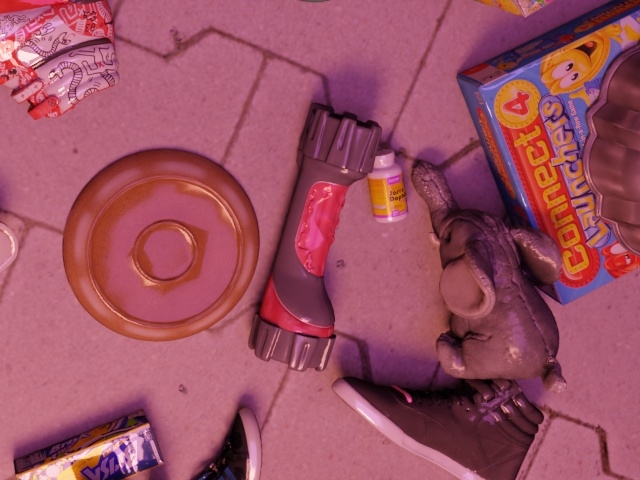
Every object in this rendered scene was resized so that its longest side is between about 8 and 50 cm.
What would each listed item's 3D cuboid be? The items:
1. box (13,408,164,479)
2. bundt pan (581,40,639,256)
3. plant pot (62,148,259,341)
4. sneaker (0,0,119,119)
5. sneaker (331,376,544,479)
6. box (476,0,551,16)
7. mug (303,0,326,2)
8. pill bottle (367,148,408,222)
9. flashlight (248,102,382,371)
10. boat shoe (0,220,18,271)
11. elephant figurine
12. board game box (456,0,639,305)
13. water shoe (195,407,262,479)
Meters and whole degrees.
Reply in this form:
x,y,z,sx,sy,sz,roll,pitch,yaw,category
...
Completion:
x,y,z,sx,sy,sz,roll,pitch,yaw,category
-0.277,0.264,1.882,0.169,0.054,0.059,-21,108,-8,box
0.483,-0.107,1.860,0.331,0.124,0.330,-3,104,-14,bundt pan
-0.184,0.011,1.853,0.236,0.032,0.236,-4,106,-14,plant pot
-0.353,-0.194,1.723,0.270,0.090,0.145,-16,105,-13,sneaker
0.154,0.200,1.959,0.296,0.104,0.147,31,93,-26,sneaker
0.248,-0.404,1.723,0.279,0.290,0.177,-31,110,-5,box
-0.005,-0.347,1.772,0.129,0.097,0.157,4,103,-16,mug
0.080,-0.066,1.896,0.043,0.043,0.083,-13,107,-11,pill bottle
0.000,0.000,1.861,0.103,0.103,0.304,14,101,-17,flashlight
-0.465,0.024,1.756,0.255,0.079,0.095,-19,111,-7,boat shoe
0.199,0.040,1.875,0.186,0.169,0.239,-2,117,15,elephant figurine
0.363,-0.123,1.934,0.302,0.086,0.308,-27,109,-7,board game box
-0.120,0.303,1.924,0.080,0.073,0.203,5,102,-12,water shoe
